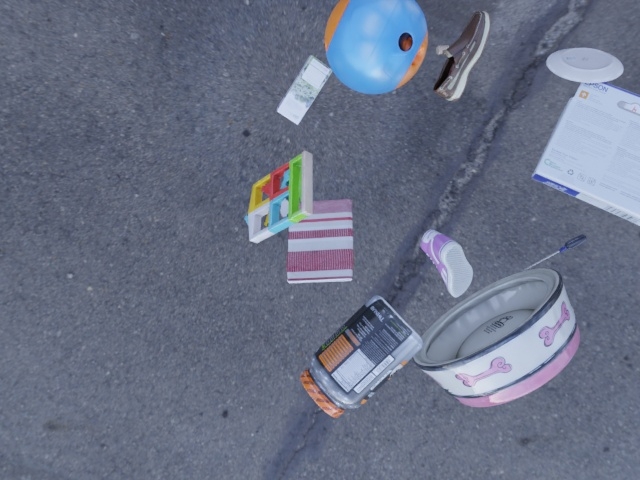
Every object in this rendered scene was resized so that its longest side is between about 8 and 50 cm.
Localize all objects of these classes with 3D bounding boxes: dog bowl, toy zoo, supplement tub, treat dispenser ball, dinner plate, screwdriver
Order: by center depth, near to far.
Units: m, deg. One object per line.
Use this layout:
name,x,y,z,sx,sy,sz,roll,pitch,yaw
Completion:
supplement tub,0.065,0.192,0.798,0.190,0.117,0.117,-44,104,1
dinner plate,0.527,-0.355,0.963,0.141,0.141,0.017,-9,136,-1
dog bowl,0.438,0.242,1.194,0.408,0.408,0.150,-35,90,7
screwdriver,0.609,0.037,1.256,0.170,0.024,0.025,-40,68,22
treat dispenser ball,0.154,-0.560,1.359,0.289,0.288,0.287,-1,106,-3
toy zoo,-0.130,-0.112,1.385,0.030,0.192,0.293,20,149,-38

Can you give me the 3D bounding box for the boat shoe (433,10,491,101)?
boat shoe,0.407,-0.542,1.415,0.095,0.095,0.257,11,112,-18

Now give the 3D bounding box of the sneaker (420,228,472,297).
sneaker,0.430,0.068,1.672,0.102,0.161,0.282,-35,131,-11

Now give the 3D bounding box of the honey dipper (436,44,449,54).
honey dipper,0.485,-0.673,1.695,0.161,0.030,0.030,-9,107,-10

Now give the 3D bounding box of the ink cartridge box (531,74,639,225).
ink cartridge box,0.554,-0.173,0.919,0.224,0.045,0.223,28,84,12

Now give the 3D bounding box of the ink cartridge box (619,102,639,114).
ink cartridge box,0.929,-0.263,1.475,0.308,0.129,0.223,31,95,-19

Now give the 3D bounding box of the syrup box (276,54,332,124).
syrup box,-0.062,-0.556,1.792,0.093,0.096,0.236,31,106,-16

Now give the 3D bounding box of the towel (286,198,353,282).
towel,0.000,0.000,1.746,0.237,0.328,0.037,-4,151,8
